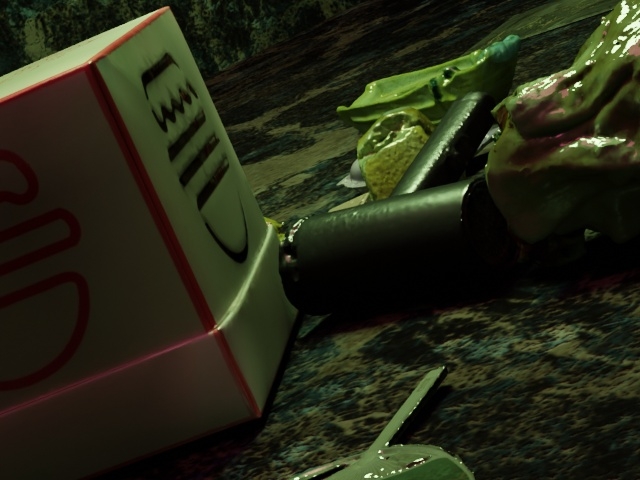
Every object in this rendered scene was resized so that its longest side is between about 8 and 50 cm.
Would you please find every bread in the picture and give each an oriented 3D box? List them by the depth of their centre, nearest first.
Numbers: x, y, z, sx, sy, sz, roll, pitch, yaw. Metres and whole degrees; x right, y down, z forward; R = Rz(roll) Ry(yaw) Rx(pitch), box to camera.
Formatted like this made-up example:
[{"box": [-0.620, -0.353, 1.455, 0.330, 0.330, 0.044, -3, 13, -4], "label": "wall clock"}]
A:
[{"box": [0.083, -0.078, 1.678, 0.103, 0.110, 0.156, -28, 11, 6], "label": "bread"}]

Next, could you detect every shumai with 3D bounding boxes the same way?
[{"box": [0.223, -0.094, 1.280, 0.218, 0.189, 0.256, -20, 7, 2], "label": "shumai"}]

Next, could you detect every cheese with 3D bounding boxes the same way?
[{"box": [0.100, -0.086, 1.824, 0.191, 0.042, 0.105, -13, 17, 38], "label": "cheese"}]

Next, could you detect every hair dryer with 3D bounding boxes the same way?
[{"box": [0.095, -0.048, 1.439, 0.197, 0.089, 0.251, -14, 34, 39], "label": "hair dryer"}]

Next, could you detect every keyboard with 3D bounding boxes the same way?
[{"box": [0.022, -0.014, 1.728, 0.055, 0.017, 0.166, -25, 11, 16], "label": "keyboard"}]

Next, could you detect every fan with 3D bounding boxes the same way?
[{"box": [0.025, 0.156, 0.998, 0.294, 0.012, 0.223, -31, 14, -27], "label": "fan"}]

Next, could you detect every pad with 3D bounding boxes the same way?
[{"box": [0.403, -0.358, 2.510, 0.367, 0.007, 0.247, -15, 15, 34], "label": "pad"}]

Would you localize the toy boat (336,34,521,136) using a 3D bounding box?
[{"box": [0.141, -0.173, 2.045, 0.111, 0.084, 0.276, -37, 14, -38], "label": "toy boat"}]

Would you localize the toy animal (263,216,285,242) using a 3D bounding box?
[{"box": [0.000, 0.000, 1.583, 0.181, 0.073, 0.136, -18, 12, 18], "label": "toy animal"}]

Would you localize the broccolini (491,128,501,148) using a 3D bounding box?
[{"box": [0.268, -0.129, 1.656, 0.216, 0.058, 0.067, -26, 9, -13], "label": "broccolini"}]

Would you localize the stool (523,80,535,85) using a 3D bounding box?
[{"box": [0.241, -0.113, 1.556, 0.110, 0.096, 0.096, -18, 12, 4], "label": "stool"}]

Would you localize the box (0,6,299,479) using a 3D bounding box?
[{"box": [-0.221, 0.016, 1.373, 0.312, 0.300, 0.314, -22, 12, 12], "label": "box"}]
